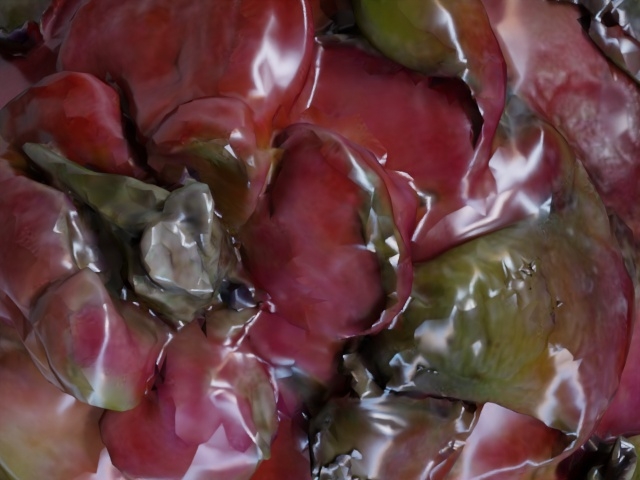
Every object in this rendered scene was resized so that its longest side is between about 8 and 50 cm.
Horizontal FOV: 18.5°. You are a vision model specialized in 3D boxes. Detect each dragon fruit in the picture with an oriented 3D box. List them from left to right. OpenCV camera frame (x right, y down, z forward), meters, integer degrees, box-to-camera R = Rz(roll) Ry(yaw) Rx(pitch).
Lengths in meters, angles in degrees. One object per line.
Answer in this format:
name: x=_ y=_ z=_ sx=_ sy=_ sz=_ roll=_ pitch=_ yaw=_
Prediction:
dragon fruit: x=0.000 y=0.000 z=0.583 sx=0.291 sy=0.250 sz=0.269 roll=-9 pitch=178 yaw=-39
